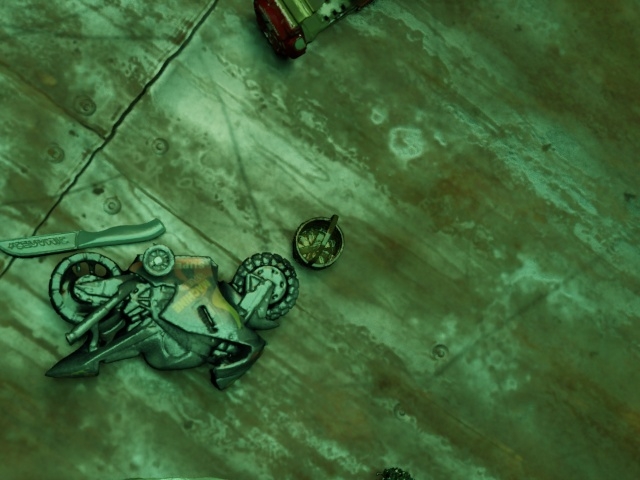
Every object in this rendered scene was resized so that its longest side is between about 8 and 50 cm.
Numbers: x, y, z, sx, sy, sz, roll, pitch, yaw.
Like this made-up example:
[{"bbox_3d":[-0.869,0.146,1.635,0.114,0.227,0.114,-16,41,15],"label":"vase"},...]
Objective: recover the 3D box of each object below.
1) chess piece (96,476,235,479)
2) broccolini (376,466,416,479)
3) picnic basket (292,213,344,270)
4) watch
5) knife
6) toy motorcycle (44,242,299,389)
[{"bbox_3d":[-0.170,0.434,1.316,0.182,0.182,0.330,3,82,-12],"label":"chess piece"},{"bbox_3d":[0.028,0.352,1.429,0.216,0.058,0.067,-30,88,-17],"label":"broccolini"},{"bbox_3d":[0.000,0.000,1.488,0.072,0.083,0.072,3,78,-13],"label":"picnic basket"},{"bbox_3d":[0.038,-0.340,1.530,0.268,0.165,0.102,-32,87,-15],"label":"watch"},{"bbox_3d":[-0.296,-0.001,1.457,0.210,0.015,0.028,-9,86,-14],"label":"knife"},{"bbox_3d":[-0.176,0.095,1.418,0.307,0.108,0.173,0,83,-11],"label":"toy motorcycle"}]
